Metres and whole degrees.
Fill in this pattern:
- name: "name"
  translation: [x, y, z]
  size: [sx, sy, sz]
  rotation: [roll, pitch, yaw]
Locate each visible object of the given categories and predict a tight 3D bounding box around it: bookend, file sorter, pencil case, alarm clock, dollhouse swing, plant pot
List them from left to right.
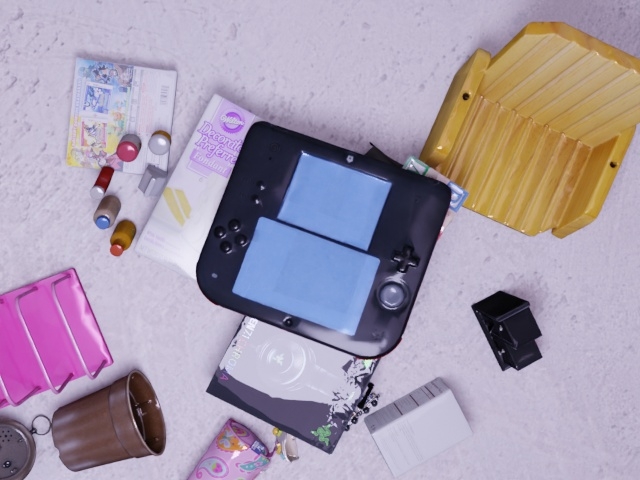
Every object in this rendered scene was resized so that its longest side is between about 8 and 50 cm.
- name: "alarm clock"
  translation: [-0.580, 0.384, 1.427]
  size: [0.192, 0.064, 0.129]
  rotation: [-35, 93, -48]
- name: "file sorter"
  translation: [-0.563, 0.203, 1.394]
  size: [0.291, 0.182, 0.202]
  rotation: [-21, 96, -5]
- name: "plant pot"
  translation: [-0.398, 0.347, 1.442]
  size: [0.165, 0.167, 0.167]
  rotation: [-20, 96, 4]
- name: "pencil case"
  translation: [-0.209, 0.486, 1.485]
  size: [0.124, 0.124, 0.284]
  rotation: [38, 87, -8]
- name: "bookend"
  translation: [0.381, 0.191, 1.514]
  size: [0.072, 0.156, 0.157]
  rotation: [-27, 97, -4]
- name: "dollhouse swing"
  translation: [0.413, -0.183, 1.419]
  size: [0.347, 0.305, 0.315]
  rotation: [23, 91, -8]

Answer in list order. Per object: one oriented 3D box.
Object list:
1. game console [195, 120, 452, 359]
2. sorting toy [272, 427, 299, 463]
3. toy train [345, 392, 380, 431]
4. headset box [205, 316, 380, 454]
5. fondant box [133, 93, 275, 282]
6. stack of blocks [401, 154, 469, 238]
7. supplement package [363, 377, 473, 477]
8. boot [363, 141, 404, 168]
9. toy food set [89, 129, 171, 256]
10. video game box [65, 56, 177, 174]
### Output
- name: "game console"
  translation: [0.000, 0.000, 1.365]
  size: [0.386, 0.060, 0.342]
  rotation: [20, 89, 6]
- name: "sorting toy"
  translation: [-0.068, 0.403, 1.518]
  size: [0.045, 0.075, 0.083]
  rotation: [-10, 94, -6]
- name: "toy train"
  translation: [0.056, 0.359, 1.555]
  size: [0.158, 0.027, 0.036]
  rotation: [-41, 85, -2]
- name: "headset box"
  translation: [-0.035, 0.234, 1.472]
  size: [0.283, 0.131, 0.246]
  rotation: [28, 91, -3]
- name: "fondant box"
  translation: [-0.171, -0.075, 1.464]
  size: [0.238, 0.096, 0.330]
  rotation: [27, 89, -7]
- name: "stack of blocks"
  translation: [0.119, -0.007, 1.427]
  size: [0.171, 0.087, 0.297]
  rotation: [34, 91, 6]
- name: "supplement package"
  translation: [0.192, 0.369, 1.530]
  size: [0.179, 0.105, 0.105]
  rotation: [-28, 96, -4]
- name: "boot"
  translation: [0.095, -0.080, 1.517]
  size: [0.137, 0.077, 0.198]
  rotation: [39, 91, 7]
- name: "toy food set"
  translation: [-0.352, -0.094, 1.399]
  size: [0.111, 0.104, 0.232]
  rotation: [26, 110, -15]
- name: "video game box"
  translation: [-0.373, -0.228, 1.454]
  size: [0.187, 0.048, 0.205]
  rotation: [7, 93, -9]
